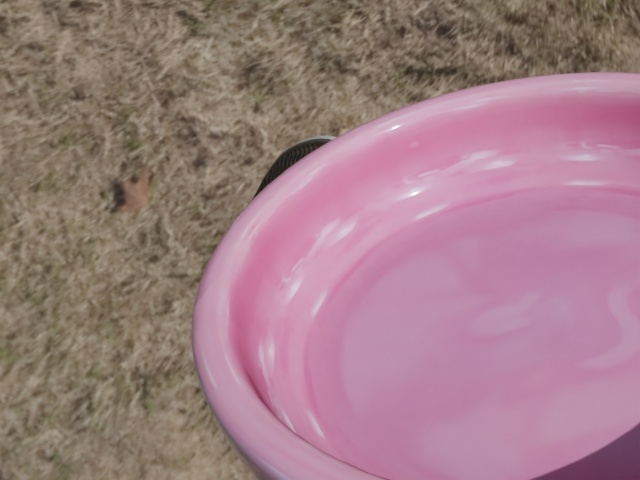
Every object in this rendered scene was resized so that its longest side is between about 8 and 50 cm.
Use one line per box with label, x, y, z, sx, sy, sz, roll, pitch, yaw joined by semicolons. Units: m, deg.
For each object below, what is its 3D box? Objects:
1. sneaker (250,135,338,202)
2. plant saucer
sneaker;0.000;0.000;0.823;0.123;0.105;0.290;12;156;-20
plant saucer;0.106;0.030;0.468;0.332;0.332;0.084;-5;125;16
